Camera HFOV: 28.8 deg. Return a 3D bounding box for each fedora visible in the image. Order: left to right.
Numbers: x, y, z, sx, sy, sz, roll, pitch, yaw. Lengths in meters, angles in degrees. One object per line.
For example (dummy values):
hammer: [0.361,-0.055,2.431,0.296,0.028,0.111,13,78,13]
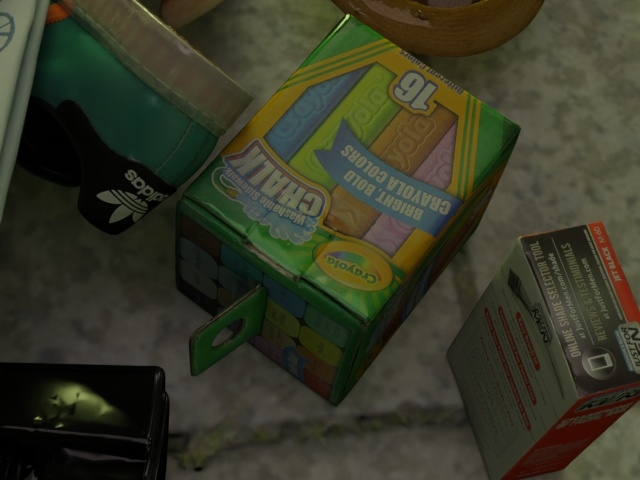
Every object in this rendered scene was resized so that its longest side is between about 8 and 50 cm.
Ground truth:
fedora: [0.066,-0.202,0.880,0.194,0.079,0.194,4,68,-9]

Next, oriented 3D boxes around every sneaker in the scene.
sneaker: [-0.166,-0.111,0.758,0.121,0.108,0.302,-51,45,2]

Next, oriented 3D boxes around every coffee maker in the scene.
coffee maker: [-0.172,0.108,0.675,0.178,0.120,0.171,4,63,-6]

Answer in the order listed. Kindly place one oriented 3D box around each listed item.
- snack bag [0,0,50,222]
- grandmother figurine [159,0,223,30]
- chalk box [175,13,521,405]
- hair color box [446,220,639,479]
snack bag: [-0.313,-0.014,0.677,0.342,0.037,0.323,-7,59,21]
grandmother figurine: [-0.177,-0.294,0.774,0.104,0.208,0.342,-40,115,3]
chalk box: [0.000,0.000,0.744,0.132,0.132,0.213,35,66,10]
hair color box: [0.126,0.069,0.706,0.053,0.167,0.093,-12,67,-13]
